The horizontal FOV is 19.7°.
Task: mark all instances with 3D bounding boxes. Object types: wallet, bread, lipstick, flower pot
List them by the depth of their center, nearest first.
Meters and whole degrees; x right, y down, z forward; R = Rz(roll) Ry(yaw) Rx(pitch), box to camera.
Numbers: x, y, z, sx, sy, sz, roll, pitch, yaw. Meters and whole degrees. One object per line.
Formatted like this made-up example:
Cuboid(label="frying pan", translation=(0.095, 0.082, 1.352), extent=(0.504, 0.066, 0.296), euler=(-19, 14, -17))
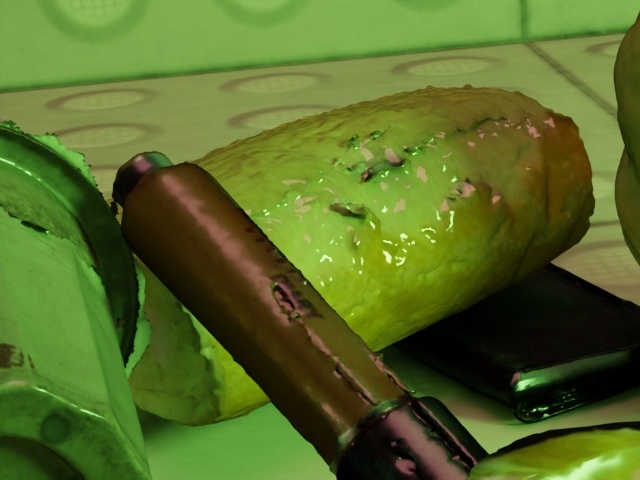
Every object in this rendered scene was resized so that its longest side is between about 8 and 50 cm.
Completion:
Cuboid(label="lipstick", translation=(0.008, 0.083, 1.022), extent=(0.077, 0.077, 0.418), euler=(-16, 46, -35))
Cuboid(label="flower pot", translation=(-0.208, 0.095, 1.042), extent=(0.290, 0.290, 0.259), euler=(-10, 28, -16))
Cuboid(label="bread", translation=(0.000, 0.000, 1.344), extent=(0.375, 0.165, 0.236), euler=(-22, 16, -32))
Cuboid(label="wallet", translation=(0.137, 0.061, 1.426), extent=(0.172, 0.045, 0.318), euler=(-15, 19, -24))

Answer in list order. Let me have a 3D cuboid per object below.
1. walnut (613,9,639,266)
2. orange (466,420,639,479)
Cuboid(label="walnut", translation=(0.377, -0.059, 1.219), extent=(0.381, 0.381, 0.381), euler=(-4, 16, 1))
Cuboid(label="orange", translation=(0.149, 0.203, 0.614), extent=(0.271, 0.210, 0.368), euler=(-17, 22, -31))
